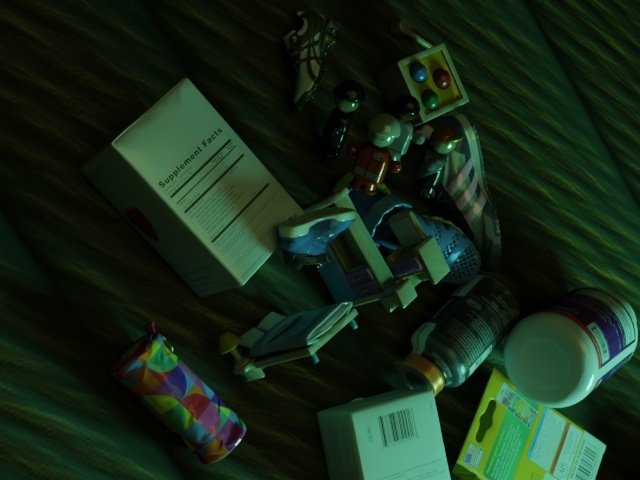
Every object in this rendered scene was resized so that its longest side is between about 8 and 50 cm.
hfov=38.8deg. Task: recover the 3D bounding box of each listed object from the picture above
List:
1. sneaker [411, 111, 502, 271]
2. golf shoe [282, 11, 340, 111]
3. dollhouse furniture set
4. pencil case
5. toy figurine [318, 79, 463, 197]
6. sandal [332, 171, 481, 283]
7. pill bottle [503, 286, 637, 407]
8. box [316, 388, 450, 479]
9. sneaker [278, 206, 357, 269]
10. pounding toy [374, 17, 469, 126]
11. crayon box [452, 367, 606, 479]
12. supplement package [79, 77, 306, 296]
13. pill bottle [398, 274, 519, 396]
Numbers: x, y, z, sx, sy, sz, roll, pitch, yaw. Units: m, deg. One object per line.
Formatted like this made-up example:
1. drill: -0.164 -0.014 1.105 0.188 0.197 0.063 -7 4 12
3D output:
1. sneaker: 0.259 -0.083 1.777 0.131 0.112 0.318 -14 86 -13
2. golf shoe: -0.033 -0.331 1.667 0.094 0.077 0.198 19 68 -10
3. dollhouse furniture set: -0.012 0.066 1.482 0.303 0.286 0.198 -37 100 -40
4. pencil case: -0.223 0.247 1.445 0.104 0.104 0.236 -46 106 -27
5. toy figurine: 0.122 -0.185 1.629 0.210 0.213 0.148 2 120 -29
6. sandal: 0.164 -0.005 1.664 0.318 0.138 0.126 27 101 -19
7. pill bottle: 0.503 0.197 1.781 0.323 0.182 0.181 -16 90 -51
8. box: 0.111 0.368 1.597 0.181 0.119 0.181 -10 87 -30
9. sneaker: -0.001 0.000 1.449 0.152 0.058 0.084 -20 112 -41
10. pounding toy: 0.205 -0.346 1.781 0.181 0.094 0.206 -27 96 -30
11. crayon box: 0.392 0.412 1.767 0.323 0.083 0.203 36 67 -20
12. supplement package: -0.205 -0.077 1.459 0.293 0.178 0.175 49 62 -14
13. pill bottle: 0.252 0.184 1.699 0.246 0.130 0.130 -41 102 -28
